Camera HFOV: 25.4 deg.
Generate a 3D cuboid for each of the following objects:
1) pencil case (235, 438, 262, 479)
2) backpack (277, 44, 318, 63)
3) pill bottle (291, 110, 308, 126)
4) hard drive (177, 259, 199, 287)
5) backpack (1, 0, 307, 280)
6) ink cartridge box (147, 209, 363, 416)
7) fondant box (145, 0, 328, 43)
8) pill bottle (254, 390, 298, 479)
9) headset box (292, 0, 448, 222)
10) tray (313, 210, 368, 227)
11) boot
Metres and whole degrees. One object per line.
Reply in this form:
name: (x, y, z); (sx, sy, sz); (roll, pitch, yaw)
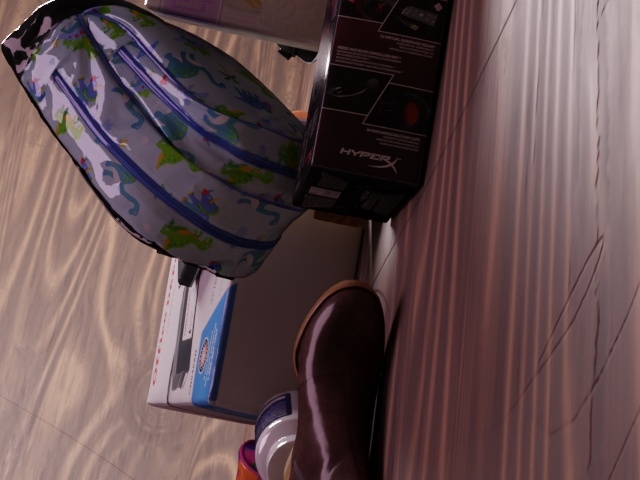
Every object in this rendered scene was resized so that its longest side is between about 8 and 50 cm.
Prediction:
pencil case: (-0.090, 0.395, 2.025); (0.104, 0.104, 0.236); (-87, 10, -60)
backpack: (-0.031, -0.455, 2.464); (0.191, 0.225, 0.253); (-49, -6, -17)
pill bottle: (-0.048, -0.153, 2.580); (0.246, 0.130, 0.130); (117, 164, -72)
hard drive: (-0.157, -0.019, 1.864); (0.094, 0.022, 0.135); (-95, 26, -50)
backpack: (-0.162, -0.116, 1.631); (0.273, 0.290, 0.356); (-37, 54, 21)
ink cartridge box: (-0.098, 0.099, 1.915); (0.395, 0.166, 0.286); (159, 122, -71)
fondant box: (-0.086, -0.303, 1.768); (0.330, 0.238, 0.096); (-121, 43, -84)
pill bottle: (-0.028, 0.234, 1.604); (0.169, 0.094, 0.094); (-106, 27, -81)
headset box: (0.055, -0.184, 1.445); (0.218, 0.110, 0.293); (122, 158, -79)
tray: (0.050, -0.206, 1.819); (0.411, 0.076, 0.203); (-89, 10, -60)
boot: (0.028, 0.182, 1.291); (0.207, 0.090, 0.248); (-120, 41, -65)
